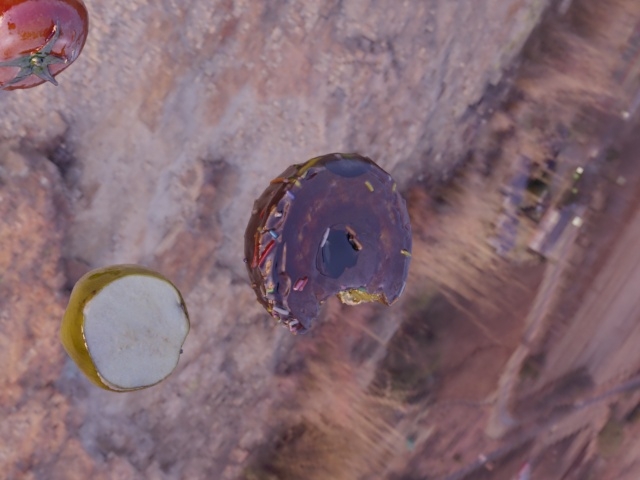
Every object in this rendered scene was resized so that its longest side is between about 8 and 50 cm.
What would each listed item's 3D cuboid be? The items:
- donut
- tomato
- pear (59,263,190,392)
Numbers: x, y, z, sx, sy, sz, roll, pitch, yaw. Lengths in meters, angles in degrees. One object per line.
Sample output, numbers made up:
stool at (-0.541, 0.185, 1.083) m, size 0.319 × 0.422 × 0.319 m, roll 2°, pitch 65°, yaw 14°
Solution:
donut at (0.001, 0.000, 1.328) m, size 0.230 × 0.096 × 0.216 m, roll -26°, pitch 110°, yaw -30°
tomato at (-0.381, -0.279, 1.404) m, size 0.167 × 0.167 × 0.167 m, roll -40°, pitch 150°, yaw -28°
pear at (-0.215, 0.093, 1.174) m, size 0.141 × 0.141 × 0.104 m, roll -42°, pitch -165°, yaw -25°
